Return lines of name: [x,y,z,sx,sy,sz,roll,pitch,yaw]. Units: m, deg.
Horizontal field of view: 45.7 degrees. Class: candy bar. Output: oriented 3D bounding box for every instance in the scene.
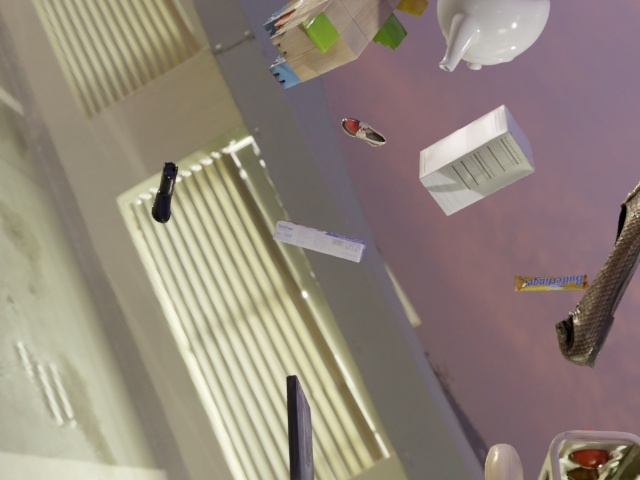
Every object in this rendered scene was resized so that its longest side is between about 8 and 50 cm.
candy bar: [0.517,0.094,1.699,0.018,0.161,0.040,62,30,-57]

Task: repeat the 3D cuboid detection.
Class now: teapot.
teapot: [0.360,-0.462,1.638,0.253,0.255,0.187,-105,-158,-55]

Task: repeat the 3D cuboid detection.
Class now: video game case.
video game case: [-0.037,0.396,1.499,0.274,0.026,0.196,77,9,-64]

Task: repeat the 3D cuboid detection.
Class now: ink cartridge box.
ink cartridge box: [0.000,0.000,1.767,0.097,0.207,0.046,-29,134,-83]

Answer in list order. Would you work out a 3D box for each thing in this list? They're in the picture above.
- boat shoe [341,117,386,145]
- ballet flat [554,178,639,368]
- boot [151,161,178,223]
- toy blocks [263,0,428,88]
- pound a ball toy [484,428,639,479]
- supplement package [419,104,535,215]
boat shoe: [0.122,-0.304,2.124,0.137,0.049,0.043,27,-8,-23]
ballet flat: [0.332,0.026,0.869,0.058,0.250,0.084,22,-10,24]
boot: [-0.349,-0.111,1.717,0.121,0.045,0.099,-96,-155,-47]
toy blocks: [0.014,-0.417,1.398,0.260,0.381,0.191,-11,-52,48]
pound a ball toy: [0.328,0.342,1.048,0.319,0.208,0.136,76,17,-55]
supplement package: [0.380,-0.195,1.857,0.134,0.244,0.139,48,31,-26]
